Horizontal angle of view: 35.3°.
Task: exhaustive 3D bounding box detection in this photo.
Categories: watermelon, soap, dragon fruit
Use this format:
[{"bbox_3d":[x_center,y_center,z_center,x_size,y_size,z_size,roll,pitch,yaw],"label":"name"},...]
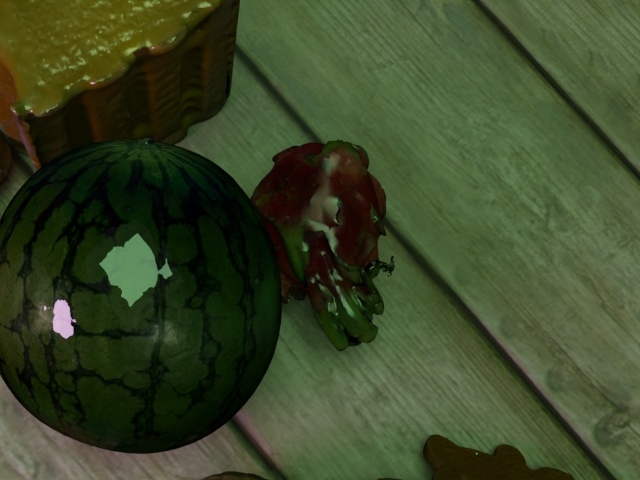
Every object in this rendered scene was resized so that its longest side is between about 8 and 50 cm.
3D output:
[{"bbox_3d":[-0.206,0.060,1.138,0.363,0.363,0.363,2,74,-8],"label":"watermelon"},{"bbox_3d":[-0.249,-0.203,1.213,0.293,0.335,0.156,-38,82,-14],"label":"soap"},{"bbox_3d":[0.017,-0.002,1.283,0.200,0.198,0.269,-29,80,-41],"label":"dragon fruit"}]

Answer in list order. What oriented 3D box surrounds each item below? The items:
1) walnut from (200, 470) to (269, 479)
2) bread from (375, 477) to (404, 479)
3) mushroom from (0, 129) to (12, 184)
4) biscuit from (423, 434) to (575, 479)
[{"bbox_3d":[-0.096,0.361,1.134,0.213,0.213,0.213,2,74,-8],"label":"walnut"},{"bbox_3d":[0.080,0.387,1.186,0.199,0.104,0.199,20,50,-26],"label":"bread"},{"bbox_3d":[-0.456,-0.090,1.281,0.135,0.080,0.171,-35,78,-6],"label":"mushroom"},{"bbox_3d":[0.230,0.306,1.254,0.204,0.031,0.138,9,29,-8],"label":"biscuit"}]
